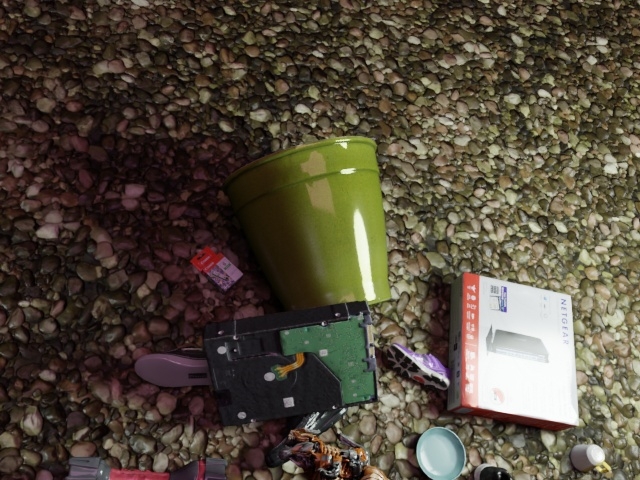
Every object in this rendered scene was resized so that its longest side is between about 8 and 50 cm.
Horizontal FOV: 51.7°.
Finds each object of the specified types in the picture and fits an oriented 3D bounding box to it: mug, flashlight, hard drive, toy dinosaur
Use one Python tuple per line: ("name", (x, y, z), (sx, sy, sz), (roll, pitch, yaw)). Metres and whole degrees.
("mug", (0.645, 0.513, 1.567), (0.078, 0.064, 0.062), (12, 62, -10))
("flashlight", (-0.338, 0.468, 1.293), (0.304, 0.103, 0.103), (10, 65, -12))
("hard drive", (-0.056, 0.255, 1.367), (0.338, 0.237, 0.064), (-9, 29, -2))
("toy dinosaur", (0.063, 0.472, 1.204), (0.321, 0.164, 0.218), (17, 42, 17))

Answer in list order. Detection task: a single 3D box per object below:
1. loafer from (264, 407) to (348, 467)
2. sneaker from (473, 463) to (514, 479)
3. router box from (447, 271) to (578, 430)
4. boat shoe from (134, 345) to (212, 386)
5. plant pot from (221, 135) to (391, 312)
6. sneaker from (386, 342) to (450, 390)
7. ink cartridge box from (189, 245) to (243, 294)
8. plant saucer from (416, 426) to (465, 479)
("loafer", (-0.038, 0.403, 1.427), (0.223, 0.076, 0.078), (-33, 72, -31))
("sneaker", (0.422, 0.599, 1.441), (0.078, 0.106, 0.234), (-19, 72, -22))
("router box", (0.468, 0.270, 1.621), (0.301, 0.082, 0.336), (12, 63, -10))
("boat shoe", (-0.285, 0.268, 1.426), (0.219, 0.078, 0.070), (6, 30, -9))
("plant pot", (0.000, 0.000, 1.497), (0.366, 0.366, 0.353), (-13, 82, -21))
("sneaker", (0.233, 0.292, 1.568), (0.170, 0.068, 0.071), (32, 42, -4))
("ink cartridge box", (-0.244, 0.065, 1.549), (0.115, 0.029, 0.063), (43, 63, 6))
("plant saucer", (0.270, 0.486, 1.500), (0.119, 0.021, 0.119), (6, 64, -13))
